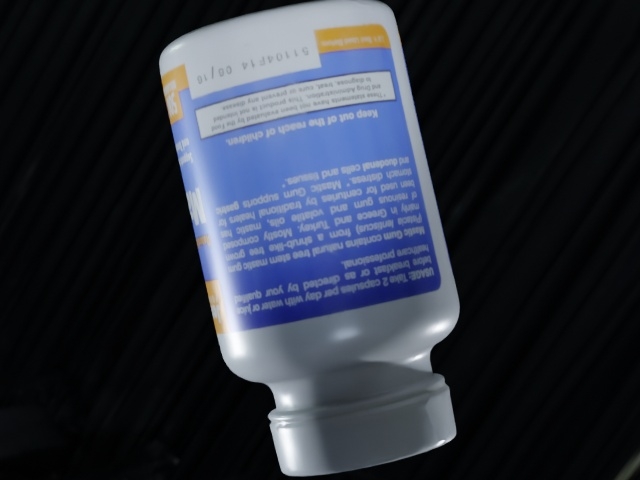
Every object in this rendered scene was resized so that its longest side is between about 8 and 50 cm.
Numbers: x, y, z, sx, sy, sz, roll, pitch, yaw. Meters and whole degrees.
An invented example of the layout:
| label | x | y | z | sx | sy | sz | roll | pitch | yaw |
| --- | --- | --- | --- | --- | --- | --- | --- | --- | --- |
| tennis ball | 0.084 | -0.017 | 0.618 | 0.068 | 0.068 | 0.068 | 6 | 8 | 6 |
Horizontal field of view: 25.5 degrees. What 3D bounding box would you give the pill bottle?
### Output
| label | x | y | z | sx | sy | sz | roll | pitch | yaw |
| --- | --- | --- | --- | --- | --- | --- | --- | --- | --- |
| pill bottle | 0.000 | 0.000 | 0.872 | 0.152 | 0.152 | 0.272 | -9 | -93 | -69 |
